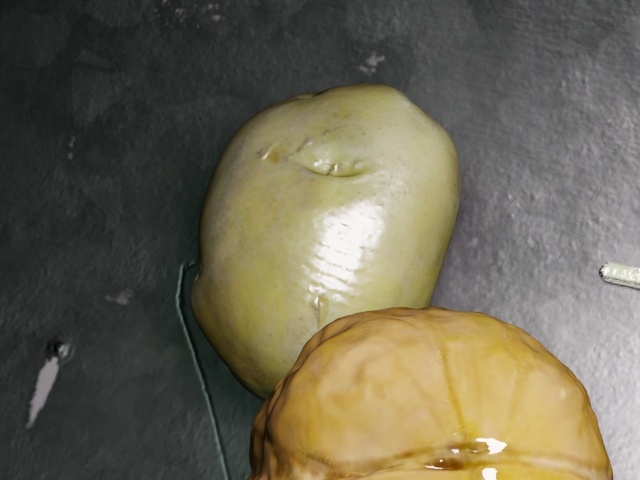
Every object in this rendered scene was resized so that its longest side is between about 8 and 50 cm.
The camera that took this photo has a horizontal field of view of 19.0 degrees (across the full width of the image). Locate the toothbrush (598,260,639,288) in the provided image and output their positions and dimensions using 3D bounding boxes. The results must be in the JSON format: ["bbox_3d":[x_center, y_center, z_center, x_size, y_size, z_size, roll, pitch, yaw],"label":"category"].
[{"bbox_3d":[0.403,0.056,1.806,0.294,0.028,0.026,11,76,25],"label":"toothbrush"}]

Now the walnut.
[{"bbox_3d":[0.087,0.236,1.611,0.308,0.398,0.354,12,72,-10],"label":"walnut"}]

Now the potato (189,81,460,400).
[{"bbox_3d":[0.000,0.000,1.841,0.243,0.221,0.326,20,86,8],"label":"potato"}]
